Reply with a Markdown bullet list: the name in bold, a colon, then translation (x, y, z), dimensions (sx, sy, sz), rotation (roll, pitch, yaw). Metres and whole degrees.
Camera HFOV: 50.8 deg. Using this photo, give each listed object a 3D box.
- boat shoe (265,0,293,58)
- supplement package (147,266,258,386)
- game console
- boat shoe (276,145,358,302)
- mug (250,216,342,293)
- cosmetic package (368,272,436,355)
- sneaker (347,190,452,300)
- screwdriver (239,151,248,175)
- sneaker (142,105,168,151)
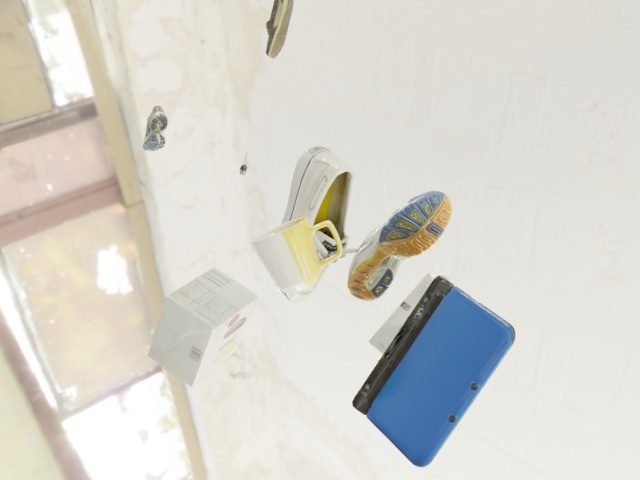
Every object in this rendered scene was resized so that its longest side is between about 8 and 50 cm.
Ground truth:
- **boat shoe**: translation (-0.107, -0.520, 1.634), dimensions (0.049, 0.056, 0.152), rotation (22, -79, 16)
- **supplement package**: translation (-0.289, 0.210, 1.669), dimensions (0.149, 0.203, 0.194), rotation (32, -60, 14)
- **game console**: translation (0.208, 0.229, 1.249), dimensions (0.173, 0.293, 0.250), rotation (35, 5, 12)
- **boat shoe**: translation (0.007, -0.003, 1.421), dimensions (0.156, 0.135, 0.367), rotation (38, -56, 40)
- **mug**: translation (-0.024, 0.016, 0.666), dimensions (0.078, 0.062, 0.064), rotation (-16, -80, 43)
- **cosmetic package**: translation (0.240, 0.205, 1.638), dimensions (0.117, 0.231, 0.085), rotation (35, -11, 39)
- **sneaker**: translation (0.151, -0.011, 1.417), dimensions (0.111, 0.131, 0.296), rotation (34, -63, -19)
- **screwdriver**: translation (-0.221, -0.229, 2.001), dimensions (0.025, 0.024, 0.170), rotation (21, -18, -10)
- **sneaker**: translation (-0.399, -0.271, 1.628), dimensions (0.135, 0.052, 0.058), rotation (-53, -136, 45)
